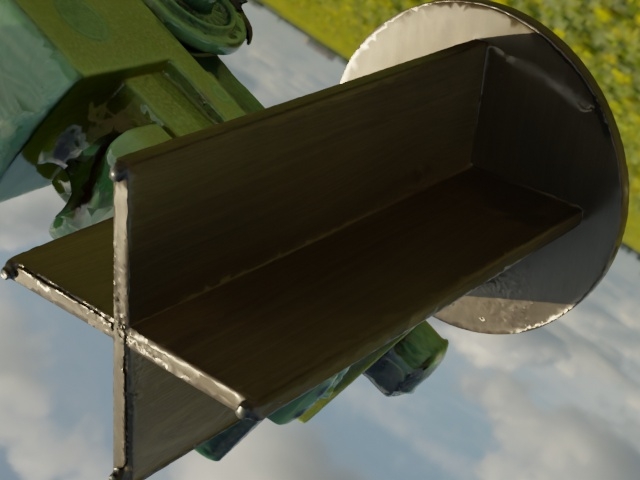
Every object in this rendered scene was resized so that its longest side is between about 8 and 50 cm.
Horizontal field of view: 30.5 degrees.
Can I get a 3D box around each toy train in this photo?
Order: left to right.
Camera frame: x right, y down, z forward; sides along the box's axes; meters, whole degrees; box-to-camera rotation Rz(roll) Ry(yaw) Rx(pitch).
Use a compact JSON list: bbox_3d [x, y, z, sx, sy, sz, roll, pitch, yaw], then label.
[{"bbox_3d":[-0.082,-0.033,0.784,0.397,0.160,0.253,47,-153,4],"label":"toy train"}]

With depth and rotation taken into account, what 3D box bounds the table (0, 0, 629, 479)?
[{"bbox_3d":[0.000,0.000,0.491,0.167,0.167,0.226,37,-140,26],"label":"table"}]
